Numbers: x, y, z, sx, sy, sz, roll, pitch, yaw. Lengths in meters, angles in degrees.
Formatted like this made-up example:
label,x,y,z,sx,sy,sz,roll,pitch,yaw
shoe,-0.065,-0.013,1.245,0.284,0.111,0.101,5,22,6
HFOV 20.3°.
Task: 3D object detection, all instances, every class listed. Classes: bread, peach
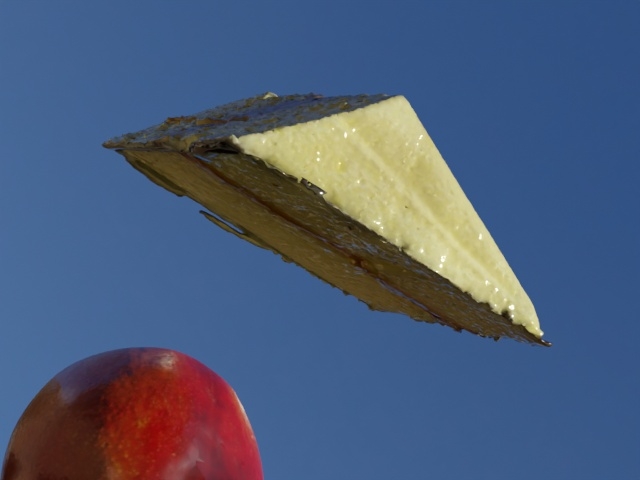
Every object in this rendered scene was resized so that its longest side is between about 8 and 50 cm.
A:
label,x,y,z,sx,sy,sz,roll,pitch,yaw
bread,0.000,0.000,1.979,0.346,0.242,0.405,-15,-78,63
peach,-0.242,0.335,2.361,0.388,0.388,0.388,28,-45,31
